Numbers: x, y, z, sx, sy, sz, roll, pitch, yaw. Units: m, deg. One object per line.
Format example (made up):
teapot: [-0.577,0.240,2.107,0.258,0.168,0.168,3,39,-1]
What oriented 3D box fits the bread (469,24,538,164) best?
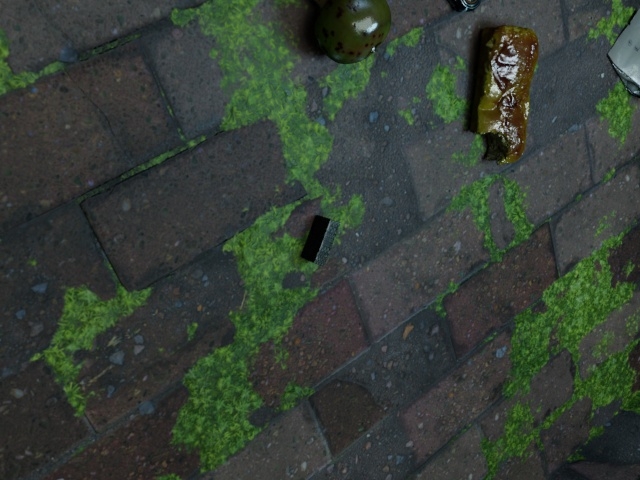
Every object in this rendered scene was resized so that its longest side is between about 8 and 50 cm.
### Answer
bread: [0.509,-0.402,1.870,0.185,0.109,0.381,-7,109,-32]

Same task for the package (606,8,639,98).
package: [1.065,-0.605,2.217,0.251,0.062,0.204,38,81,-21]

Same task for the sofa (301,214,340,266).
sofa: [0.000,0.000,1.669,0.039,0.060,0.118,21,90,-42]

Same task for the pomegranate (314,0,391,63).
pomegranate: [0.066,-0.509,1.521,0.179,0.179,0.211,-8,76,-32]

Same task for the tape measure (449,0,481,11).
tape measure: [0.377,-0.644,1.747,0.094,0.054,0.091,24,90,-29]
